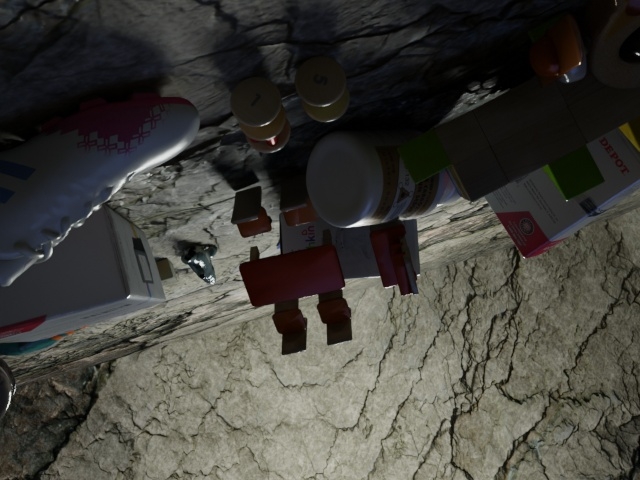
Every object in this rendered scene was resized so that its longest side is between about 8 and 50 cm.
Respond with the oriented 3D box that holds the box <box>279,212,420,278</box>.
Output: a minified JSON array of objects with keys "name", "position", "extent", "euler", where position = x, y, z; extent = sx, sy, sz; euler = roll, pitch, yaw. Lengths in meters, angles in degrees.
[{"name":"box","position":[0.055,0.007,1.419],"extent":[0.231,0.126,0.262],"euler":[-4,178,3]}]

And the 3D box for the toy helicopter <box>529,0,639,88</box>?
[{"name":"toy helicopter","position":[0.274,-0.230,0.722],"extent":[0.235,0.140,0.355],"euler":[-26,154,27]}]

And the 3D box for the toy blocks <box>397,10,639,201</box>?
[{"name":"toy blocks","position":[0.290,-0.162,1.014],"extent":[0.381,0.190,0.261],"euler":[-28,-178,7]}]

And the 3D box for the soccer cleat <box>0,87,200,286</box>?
[{"name":"soccer cleat","position":[-0.265,-0.038,0.760],"extent":[0.331,0.143,0.116],"euler":[-17,170,-2]}]

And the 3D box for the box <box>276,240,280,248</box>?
[{"name":"box","position":[0.000,0.000,1.711],"extent":[0.178,0.042,0.109],"euler":[-16,170,-12]}]

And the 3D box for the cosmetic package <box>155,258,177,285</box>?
[{"name":"cosmetic package","position":[-0.341,0.074,1.535],"extent":[0.115,0.041,0.060],"euler":[-16,170,-5]}]

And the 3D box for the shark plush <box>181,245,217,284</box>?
[{"name":"shark plush","position":[-0.222,0.042,1.486],"extent":[0.073,0.067,0.161],"euler":[-15,170,-10]}]

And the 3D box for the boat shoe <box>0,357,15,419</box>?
[{"name":"boat shoe","position":[-0.561,0.152,0.994],"extent":[0.356,0.132,0.130],"euler":[23,178,-8]}]

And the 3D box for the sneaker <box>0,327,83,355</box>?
[{"name":"sneaker","position":[-0.455,0.115,1.416],"extent":[0.302,0.108,0.121],"euler":[-23,171,-12]}]

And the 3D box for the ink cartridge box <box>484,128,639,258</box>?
[{"name":"ink cartridge box","position":[0.387,-0.109,1.256],"extent":[0.237,0.172,0.100],"euler":[-41,162,34]}]

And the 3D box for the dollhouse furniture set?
[{"name":"dollhouse furniture set","position":[0.009,0.042,1.197],"extent":[0.259,0.262,0.135],"euler":[-13,-151,8]}]

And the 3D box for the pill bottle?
[{"name":"pill bottle","position":[0.104,-0.092,1.122],"extent":[0.229,0.131,0.131],"euler":[-8,167,-42]}]

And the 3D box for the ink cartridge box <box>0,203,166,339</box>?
[{"name":"ink cartridge box","position":[-0.358,0.055,1.095],"extent":[0.226,0.131,0.306],"euler":[-16,176,-5]}]

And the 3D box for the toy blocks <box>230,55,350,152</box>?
[{"name":"toy blocks","position":[-0.027,-0.139,0.867],"extent":[0.123,0.054,0.148],"euler":[-17,170,1]}]
